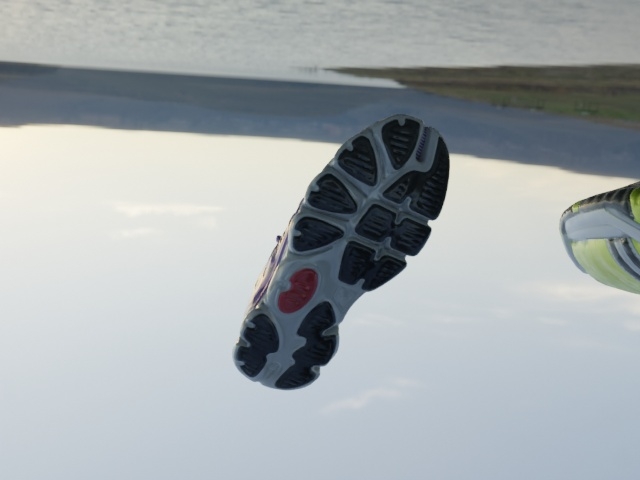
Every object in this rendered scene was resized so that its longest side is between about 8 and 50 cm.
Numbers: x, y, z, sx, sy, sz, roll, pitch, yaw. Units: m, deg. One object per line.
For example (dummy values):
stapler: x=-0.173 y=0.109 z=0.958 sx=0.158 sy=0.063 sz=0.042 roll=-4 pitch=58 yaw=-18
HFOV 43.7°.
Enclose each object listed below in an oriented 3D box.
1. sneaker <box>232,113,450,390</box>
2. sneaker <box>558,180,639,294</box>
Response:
sneaker: x=0.000 y=0.000 z=0.425 sx=0.068 sy=0.170 sz=0.071 roll=26 pitch=-156 yaw=-23
sneaker: x=0.260 y=0.021 z=0.387 sx=0.145 sy=0.147 sz=0.385 roll=-19 pitch=-173 yaw=-18
